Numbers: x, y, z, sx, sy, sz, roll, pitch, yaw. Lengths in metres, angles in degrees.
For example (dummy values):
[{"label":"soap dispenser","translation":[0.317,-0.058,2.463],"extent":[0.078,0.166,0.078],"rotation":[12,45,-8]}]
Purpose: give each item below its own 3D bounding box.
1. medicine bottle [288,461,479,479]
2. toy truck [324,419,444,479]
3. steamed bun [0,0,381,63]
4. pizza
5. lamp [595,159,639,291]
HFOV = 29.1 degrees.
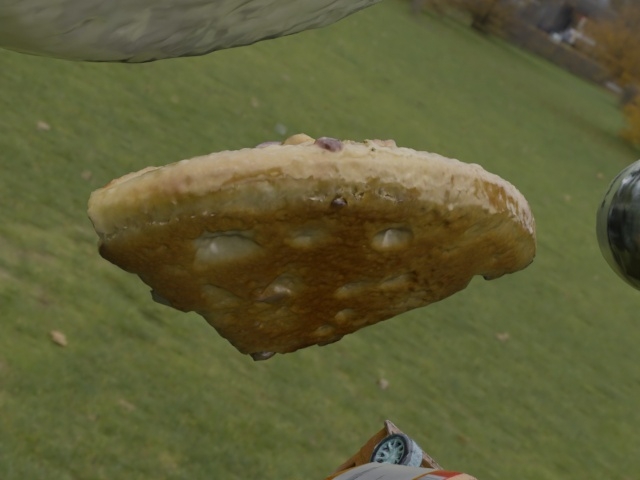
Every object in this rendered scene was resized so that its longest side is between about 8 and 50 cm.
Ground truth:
[{"label":"medicine bottle","translation":[0.036,0.226,0.784],"extent":[0.149,0.112,0.222],"rotation":[66,-24,-3]},{"label":"toy truck","translation":[0.083,0.334,1.182],"extent":[0.136,0.162,0.305],"rotation":[44,16,-29]},{"label":"steamed bun","translation":[-0.010,-0.230,0.377],"extent":[0.374,0.374,0.241],"rotation":[-2,64,-64]},{"label":"pizza","translation":[0.000,0.000,1.045],"extent":[0.408,0.278,0.114],"rotation":[0,61,-20]},{"label":"lamp","translation":[0.233,-0.009,0.788],"extent":[0.101,0.101,0.250],"rotation":[28,-1,-4]}]
